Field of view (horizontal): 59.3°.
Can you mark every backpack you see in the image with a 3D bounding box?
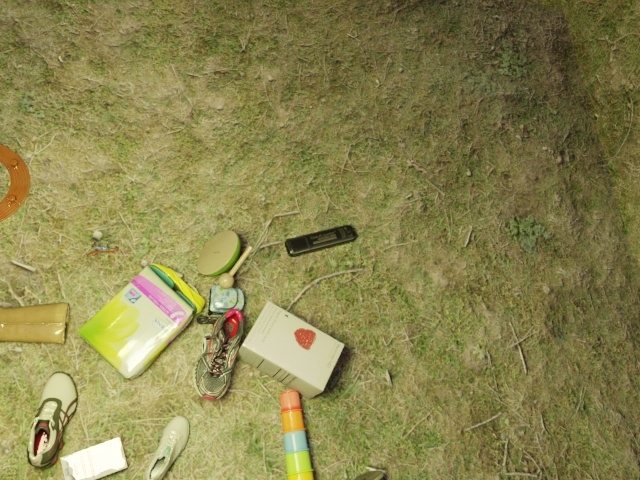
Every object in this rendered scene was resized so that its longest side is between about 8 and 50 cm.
[{"bbox_3d":[-0.318,0.203,1.911,0.114,0.084,0.105,8,67,-16],"label":"backpack"}]

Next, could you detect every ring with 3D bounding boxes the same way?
[{"bbox_3d":[-1.157,-0.196,1.876,0.337,0.032,0.336,6,66,-13],"label":"ring"}]

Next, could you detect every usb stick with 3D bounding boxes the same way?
[{"bbox_3d":[0.000,0.000,2.119,0.278,0.045,0.077,-14,64,-21],"label":"usb stick"}]

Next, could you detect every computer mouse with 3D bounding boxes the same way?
[{"bbox_3d":[-0.361,0.343,1.861,0.106,0.042,0.193,9,59,-20],"label":"computer mouse"}]

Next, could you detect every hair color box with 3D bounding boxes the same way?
[{"bbox_3d":[-0.655,0.645,1.631,0.167,0.053,0.093,-14,72,-23],"label":"hair color box"}]

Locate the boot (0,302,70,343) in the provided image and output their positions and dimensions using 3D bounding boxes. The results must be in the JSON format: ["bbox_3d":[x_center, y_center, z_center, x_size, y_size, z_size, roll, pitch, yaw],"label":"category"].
[{"bbox_3d":[-0.914,0.296,1.694,0.270,0.089,0.236,3,66,-16],"label":"boot"}]

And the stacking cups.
[{"bbox_3d":[-0.081,0.637,1.778,0.096,0.096,0.316,-4,68,-18],"label":"stacking cups"}]

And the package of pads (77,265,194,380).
[{"bbox_3d":[-0.572,0.266,1.785,0.229,0.101,0.296,42,71,5],"label":"package of pads"}]

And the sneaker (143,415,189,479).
[{"bbox_3d":[-0.454,0.625,1.675,0.080,0.094,0.212,25,62,-3],"label":"sneaker"}]

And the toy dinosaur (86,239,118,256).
[{"bbox_3d":[-0.732,0.029,1.907,0.082,0.047,0.090,28,95,-13],"label":"toy dinosaur"}]

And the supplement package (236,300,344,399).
[{"bbox_3d":[-0.102,0.363,1.850,0.293,0.175,0.177,30,61,-2],"label":"supplement package"}]

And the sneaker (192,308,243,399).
[{"bbox_3d":[-0.321,0.353,1.778,0.121,0.112,0.299,18,57,-14],"label":"sneaker"}]

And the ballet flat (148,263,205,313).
[{"bbox_3d":[-0.480,0.155,1.901,0.231,0.077,0.077,44,41,3],"label":"ballet flat"}]

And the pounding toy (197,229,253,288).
[{"bbox_3d":[-0.310,0.075,1.940,0.183,0.237,0.110,-52,129,-8],"label":"pounding toy"}]

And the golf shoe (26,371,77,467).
[{"bbox_3d":[-0.773,0.509,1.622,0.105,0.120,0.272,6,64,-12],"label":"golf shoe"}]

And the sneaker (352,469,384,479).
[{"bbox_3d":[0.130,0.831,1.775,0.222,0.083,0.118,-27,95,-32],"label":"sneaker"}]
